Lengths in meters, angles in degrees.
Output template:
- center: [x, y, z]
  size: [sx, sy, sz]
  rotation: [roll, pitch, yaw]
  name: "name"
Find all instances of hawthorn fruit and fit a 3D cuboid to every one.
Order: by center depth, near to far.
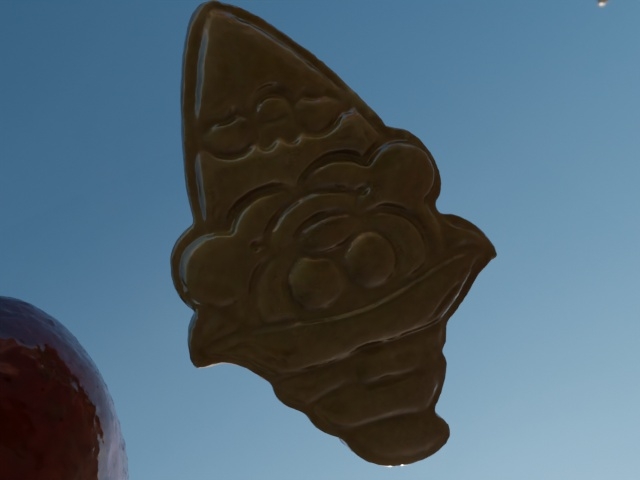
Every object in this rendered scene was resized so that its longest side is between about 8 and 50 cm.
- center: [-0.308, 0.154, 0.522]
  size: [0.287, 0.287, 0.330]
  rotation: [-15, -76, -29]
  name: "hawthorn fruit"

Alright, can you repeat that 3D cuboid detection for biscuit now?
- center: [0.000, 0.000, 0.327]
  size: [0.162, 0.035, 0.250]
  rotation: [-29, -85, -16]
  name: "biscuit"
